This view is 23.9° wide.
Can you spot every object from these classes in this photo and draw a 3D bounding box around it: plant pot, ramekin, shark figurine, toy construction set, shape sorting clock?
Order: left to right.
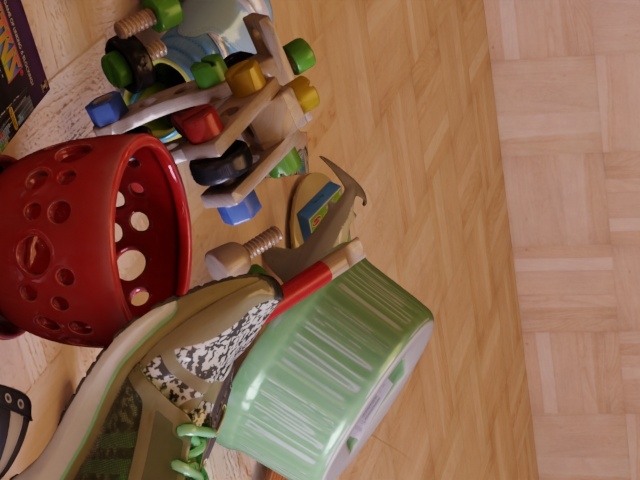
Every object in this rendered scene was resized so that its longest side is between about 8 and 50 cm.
[{"bbox_3d":[-0.224,0.002,1.354,0.191,0.174,0.191,-1,90,-71],"label":"plant pot"},{"bbox_3d":[-0.057,-0.098,1.504,0.237,0.257,0.308,-32,89,-26],"label":"toy construction set"},{"bbox_3d":[-0.018,0.006,2.103,0.166,0.116,0.278,117,-5,-81],"label":"shark figurine"},{"bbox_3d":[0.000,0.000,2.271,0.206,0.040,0.206,-2,90,-67],"label":"shape sorting clock"},{"bbox_3d":[0.013,0.166,1.891,0.303,0.148,0.303,-53,168,-16],"label":"ramekin"}]

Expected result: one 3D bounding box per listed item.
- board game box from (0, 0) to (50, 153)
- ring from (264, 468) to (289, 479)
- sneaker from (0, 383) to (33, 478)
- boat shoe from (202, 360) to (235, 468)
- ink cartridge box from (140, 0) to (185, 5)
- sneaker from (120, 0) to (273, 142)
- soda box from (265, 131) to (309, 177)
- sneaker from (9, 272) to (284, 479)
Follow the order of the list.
[{"bbox_3d":[-0.305,-0.170,1.325,0.141,0.048,0.170,-67,150,-51],"label":"board game box"},{"bbox_3d":[-0.040,0.435,2.132,0.336,0.032,0.336,-2,90,-73],"label":"ring"},{"bbox_3d":[-0.306,0.088,1.211,0.153,0.099,0.282,-19,114,-66],"label":"sneaker"},{"bbox_3d":[-0.148,0.192,1.742,0.068,0.081,0.227,73,30,-47],"label":"boat shoe"},{"bbox_3d":[-0.148,-0.407,1.818,0.239,0.060,0.275,-2,90,-71],"label":"ink cartridge box"},{"bbox_3d":[-0.145,-0.139,1.741,0.208,0.127,0.319,-55,156,-34],"label":"sneaker"},{"bbox_3d":[-0.071,-0.115,2.035,0.183,0.058,0.062,-14,102,-71],"label":"soda box"},{"bbox_3d":[-0.141,0.211,1.277,0.410,0.182,0.158,-52,164,5],"label":"sneaker"}]
